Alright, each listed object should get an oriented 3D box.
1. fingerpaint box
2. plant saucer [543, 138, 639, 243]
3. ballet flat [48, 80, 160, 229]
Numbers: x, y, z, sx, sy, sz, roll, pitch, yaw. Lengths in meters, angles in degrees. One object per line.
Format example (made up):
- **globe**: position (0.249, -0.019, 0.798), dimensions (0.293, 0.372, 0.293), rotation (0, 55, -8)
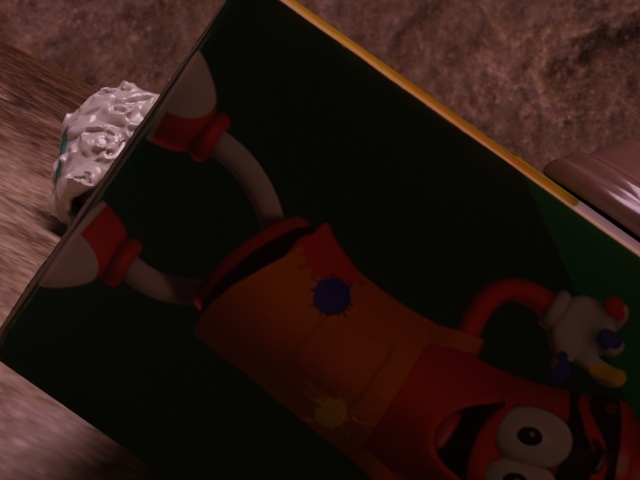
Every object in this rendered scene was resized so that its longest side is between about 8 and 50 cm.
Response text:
- **fingerpaint box**: position (0.094, 0.071, 0.761), dimensions (0.371, 0.163, 0.445), rotation (35, 5, 0)
- **plant saucer**: position (0.224, 0.036, 0.790), dimensions (0.278, 0.041, 0.278), rotation (36, 4, -3)
- **ballet flat**: position (-0.015, 0.027, 1.238), dimensions (0.409, 0.147, 0.147), rotation (24, 5, -1)
